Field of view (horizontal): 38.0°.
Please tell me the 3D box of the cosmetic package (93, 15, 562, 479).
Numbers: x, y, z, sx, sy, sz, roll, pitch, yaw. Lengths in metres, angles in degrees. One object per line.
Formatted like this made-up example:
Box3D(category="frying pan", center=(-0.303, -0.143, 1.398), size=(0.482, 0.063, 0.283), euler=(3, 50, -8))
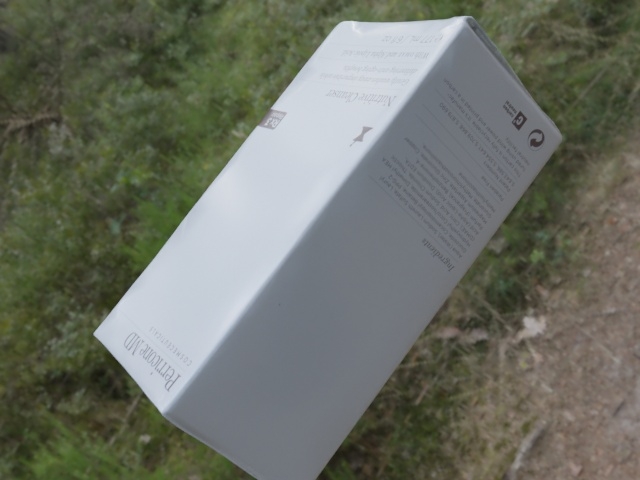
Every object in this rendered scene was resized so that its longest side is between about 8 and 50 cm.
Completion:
Box3D(category="cosmetic package", center=(0.000, 0.000, 0.810), size=(0.385, 0.156, 0.217), euler=(-52, 29, -10))
